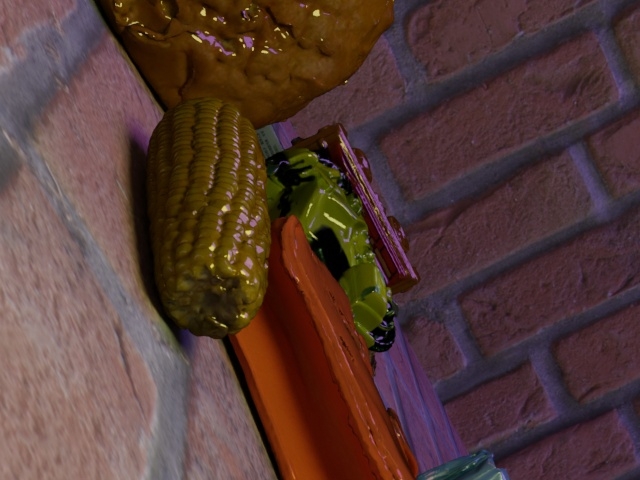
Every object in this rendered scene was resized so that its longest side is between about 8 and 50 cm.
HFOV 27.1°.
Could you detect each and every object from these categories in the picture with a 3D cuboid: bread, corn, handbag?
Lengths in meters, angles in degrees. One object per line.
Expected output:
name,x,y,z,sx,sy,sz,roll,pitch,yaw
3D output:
bread,-0.091,-0.337,1.624,0.398,0.398,0.215,59,-6,-34
corn,-0.103,-0.033,1.234,0.120,0.120,0.363,60,8,-30
handbag,0.026,0.194,1.367,0.410,0.116,0.303,66,6,24

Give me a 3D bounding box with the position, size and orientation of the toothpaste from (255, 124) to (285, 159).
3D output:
toothpaste,-0.096,-0.131,1.963,0.336,0.081,0.067,65,2,13

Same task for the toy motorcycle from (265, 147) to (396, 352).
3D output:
toy motorcycle,0.002,-0.001,1.789,0.206,0.142,0.342,14,45,-36

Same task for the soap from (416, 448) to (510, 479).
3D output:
soap,0.248,0.462,1.961,0.077,0.156,0.293,79,-14,-78

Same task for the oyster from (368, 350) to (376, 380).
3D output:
oyster,0.045,0.154,1.967,0.214,0.083,0.223,11,59,-80

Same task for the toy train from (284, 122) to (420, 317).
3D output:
toy train,0.040,-0.016,2.338,0.369,0.163,0.231,63,14,-5
